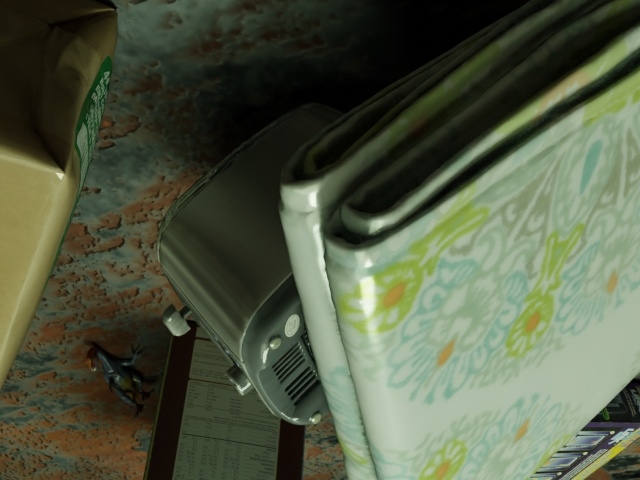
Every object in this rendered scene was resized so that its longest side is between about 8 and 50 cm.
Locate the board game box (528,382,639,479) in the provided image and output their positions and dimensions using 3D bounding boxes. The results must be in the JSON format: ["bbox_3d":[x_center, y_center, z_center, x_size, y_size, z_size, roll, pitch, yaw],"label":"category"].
[{"bbox_3d":[0.229,0.201,0.931,0.141,0.048,0.170,5,140,-25],"label":"board game box"}]

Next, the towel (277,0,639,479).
[{"bbox_3d":[0.135,0.021,0.600,0.320,0.090,0.375,-35,138,-20],"label":"towel"}]

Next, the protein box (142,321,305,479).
[{"bbox_3d":[-0.099,0.223,0.884,0.135,0.201,0.200,11,137,-8],"label":"protein box"}]

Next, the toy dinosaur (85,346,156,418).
[{"bbox_3d":[-0.205,0.139,0.922,0.082,0.047,0.090,43,138,-13],"label":"toy dinosaur"}]

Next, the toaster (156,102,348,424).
[{"bbox_3d":[0.000,0.000,0.629,0.227,0.146,0.129,-42,141,-16],"label":"toaster"}]

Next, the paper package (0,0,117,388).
[{"bbox_3d":[-0.328,-0.042,0.632,0.309,0.168,0.325,17,136,-17],"label":"paper package"}]
